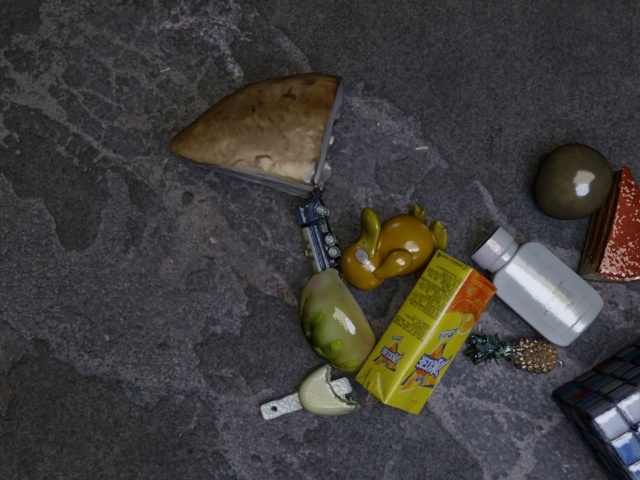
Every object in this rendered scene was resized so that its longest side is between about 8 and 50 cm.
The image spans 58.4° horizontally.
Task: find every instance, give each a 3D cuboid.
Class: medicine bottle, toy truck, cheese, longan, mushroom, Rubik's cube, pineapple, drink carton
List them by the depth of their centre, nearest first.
[{"bbox_3d":[0.718,0.393,1.201,0.287,0.292,0.293,-33,79,3],"label":"Rubik's cube"},{"bbox_3d":[0.241,0.210,1.303,0.111,0.154,0.351,34,91,45],"label":"drink carton"},{"bbox_3d":[0.454,0.265,1.342,0.221,0.103,0.083,9,73,0],"label":"pineapple"},{"bbox_3d":[0.498,0.100,1.349,0.296,0.111,0.161,41,92,6],"label":"medicine bottle"},{"bbox_3d":[0.582,-0.142,1.351,0.159,0.204,0.185,14,123,-27],"label":"longan"},{"bbox_3d":[-0.032,0.380,1.375,0.235,0.050,0.127,-21,89,8],"label":"cheese"},{"bbox_3d":[-0.157,-0.278,1.379,0.397,0.224,0.314,11,85,6],"label":"mushroom"},{"bbox_3d":[0.000,0.000,1.414,0.088,0.074,0.202,-18,83,10],"label":"toy truck"}]

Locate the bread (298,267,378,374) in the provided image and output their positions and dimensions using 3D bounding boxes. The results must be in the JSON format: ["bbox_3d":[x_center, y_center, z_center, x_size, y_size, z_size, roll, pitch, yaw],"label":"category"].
[{"bbox_3d":[0.036,0.200,1.339,0.158,0.156,0.261,-29,82,-2],"label":"bread"}]

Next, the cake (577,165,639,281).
[{"bbox_3d":[0.661,-0.016,1.331,0.159,0.158,0.262,-18,80,0],"label":"cake"}]

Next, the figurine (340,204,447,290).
[{"bbox_3d":[0.165,0.021,1.349,0.228,0.215,0.215,0,82,-20],"label":"figurine"}]
